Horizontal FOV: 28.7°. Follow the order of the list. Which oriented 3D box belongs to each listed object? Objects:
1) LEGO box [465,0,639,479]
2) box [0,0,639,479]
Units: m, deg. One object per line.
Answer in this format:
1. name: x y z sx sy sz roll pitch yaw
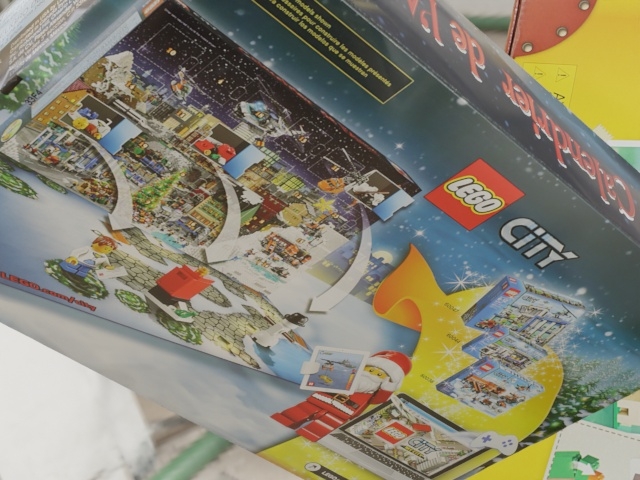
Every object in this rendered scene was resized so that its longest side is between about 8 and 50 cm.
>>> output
1. LEGO box: 0.285 0.093 0.845 0.372 0.193 0.500 7 72 22
2. box: 0.000 0.000 0.390 0.159 0.233 0.044 -34 39 29
